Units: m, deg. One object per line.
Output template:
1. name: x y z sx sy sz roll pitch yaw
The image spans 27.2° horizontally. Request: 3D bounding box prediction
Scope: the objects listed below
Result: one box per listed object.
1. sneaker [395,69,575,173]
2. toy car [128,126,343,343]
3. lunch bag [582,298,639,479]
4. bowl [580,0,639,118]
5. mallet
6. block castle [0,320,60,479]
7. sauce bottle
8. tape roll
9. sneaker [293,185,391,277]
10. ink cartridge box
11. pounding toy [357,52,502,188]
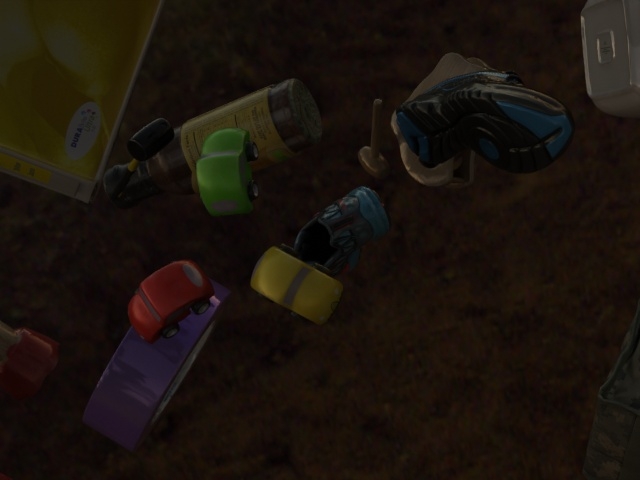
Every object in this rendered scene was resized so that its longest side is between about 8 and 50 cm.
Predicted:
1. sneaker: 0.227 -0.174 1.705 0.140 0.125 0.341 -37 22 -17
2. toy car: -0.101 -0.014 1.381 0.239 0.053 0.224 -7 78 16
3. lunch bag: 0.451 0.219 1.453 0.287 0.235 0.169 21 65 17
4. bowl: 0.301 -0.190 1.293 0.053 0.141 0.142 -6 3 -15
5. mallet: -0.249 -0.109 1.809 0.039 0.189 0.062 46 62 1
6. block castle: -0.513 0.297 1.598 0.453 0.213 0.303 -35 30 31
7. sauce bottle: -0.166 -0.134 1.967 0.344 0.111 0.111 -20 40 24
8. tape roll: -0.237 0.170 1.931 0.090 0.275 0.274 32 55 1
9. sneaker: 0.000 0.000 1.989 0.125 0.262 0.104 -25 78 -28
10. ink cartridge box: -0.284 -0.218 1.086 0.307 0.072 0.303 21 65 -13
11. pounding toy: 0.177 -0.170 2.061 0.269 0.155 0.154 -48 63 26
